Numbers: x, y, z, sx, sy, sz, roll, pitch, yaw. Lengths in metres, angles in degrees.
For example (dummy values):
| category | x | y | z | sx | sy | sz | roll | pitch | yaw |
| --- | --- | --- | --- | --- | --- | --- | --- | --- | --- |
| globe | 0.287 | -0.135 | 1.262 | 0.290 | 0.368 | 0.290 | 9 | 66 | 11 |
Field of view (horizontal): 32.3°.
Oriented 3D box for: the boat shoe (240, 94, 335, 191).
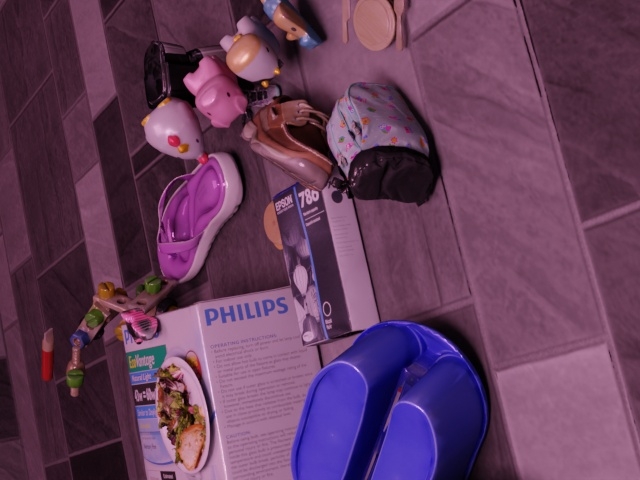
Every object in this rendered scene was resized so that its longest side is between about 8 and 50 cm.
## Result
| category | x | y | z | sx | sy | sz | roll | pitch | yaw |
| --- | --- | --- | --- | --- | --- | --- | --- | --- | --- |
| boat shoe | -0.042 | -0.170 | 1.762 | 0.116 | 0.123 | 0.324 | -54 | 25 | 5 |

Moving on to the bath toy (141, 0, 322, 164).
| category | x | y | z | sx | sy | sz | roll | pitch | yaw |
| --- | --- | --- | --- | --- | --- | --- | --- | --- | --- |
| bath toy | -0.155 | -0.257 | 1.857 | 0.348 | 0.151 | 0.129 | -42 | 92 | 21 |

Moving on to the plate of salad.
| category | x | y | z | sx | sy | sz | roll | pitch | yaw |
| --- | --- | --- | --- | --- | --- | --- | --- | --- | --- |
| plate of salad | -0.241 | 0.295 | 1.855 | 0.200 | 0.048 | 0.199 | 17 | 110 | 55 |

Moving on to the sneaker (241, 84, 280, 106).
| category | x | y | z | sx | sy | sz | roll | pitch | yaw |
| --- | --- | --- | --- | --- | --- | --- | --- | --- | --- |
| sneaker | -0.119 | -0.253 | 1.964 | 0.098 | 0.069 | 0.038 | -10 | 87 | 58 |

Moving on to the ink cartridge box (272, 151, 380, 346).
| category | x | y | z | sx | sy | sz | roll | pitch | yaw |
| --- | --- | --- | --- | --- | --- | --- | --- | --- | --- |
| ink cartridge box | 0.000 | 0.000 | 1.830 | 0.165 | 0.065 | 0.332 | -27 | 72 | 57 |

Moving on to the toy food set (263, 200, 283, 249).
| category | x | y | z | sx | sy | sz | roll | pitch | yaw |
| --- | --- | --- | --- | --- | --- | --- | --- | --- | --- |
| toy food set | -0.075 | -0.032 | 1.980 | 0.083 | 0.020 | 0.082 | 64 | 143 | 29 |

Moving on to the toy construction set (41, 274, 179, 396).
| category | x | y | z | sx | sy | sz | roll | pitch | yaw |
| --- | --- | --- | --- | --- | --- | --- | --- | --- | --- |
| toy construction set | -0.428 | 0.166 | 2.299 | 0.257 | 0.309 | 0.237 | 44 | 139 | 34 |

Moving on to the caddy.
| category | x | y | z | sx | sy | sz | roll | pitch | yaw |
| --- | --- | --- | --- | --- | --- | --- | --- | --- | --- |
| caddy | 0.105 | 0.281 | 1.613 | 0.241 | 0.179 | 0.341 | 31 | 123 | 26 |

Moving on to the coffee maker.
| category | x | y | z | sx | sy | sz | roll | pitch | yaw |
| --- | --- | --- | --- | --- | --- | --- | --- | --- | --- |
| coffee maker | -0.219 | -0.280 | 2.015 | 0.120 | 0.178 | 0.171 | -52 | 53 | 49 |

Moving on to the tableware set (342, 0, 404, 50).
| category | x | y | z | sx | sy | sz | roll | pitch | yaw |
| --- | --- | --- | --- | --- | --- | --- | --- | --- | --- |
| tableware set | 0.088 | -0.381 | 1.647 | 0.128 | 0.039 | 0.194 | 18 | 117 | 43 |

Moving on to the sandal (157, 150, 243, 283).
| category | x | y | z | sx | sy | sz | roll | pitch | yaw |
| --- | --- | --- | --- | --- | --- | --- | --- | --- | --- |
| sandal | -0.276 | -0.051 | 2.217 | 0.416 | 0.102 | 0.169 | -51 | 52 | 49 |

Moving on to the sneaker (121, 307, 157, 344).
| category | x | y | z | sx | sy | sz | roll | pitch | yaw |
| --- | --- | --- | --- | --- | --- | --- | --- | --- | --- |
| sneaker | -0.318 | 0.161 | 1.961 | 0.119 | 0.047 | 0.057 | -150 | 53 | -61 |

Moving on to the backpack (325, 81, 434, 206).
| category | x | y | z | sx | sy | sz | roll | pitch | yaw |
| --- | --- | --- | --- | --- | --- | --- | --- | --- | --- |
| backpack | 0.082 | -0.144 | 1.618 | 0.115 | 0.152 | 0.182 | -58 | 38 | 33 |

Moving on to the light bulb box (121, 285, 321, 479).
| category | x | y | z | sx | sy | sz | roll | pitch | yaw |
| --- | --- | --- | --- | --- | --- | --- | --- | --- | --- |
| light bulb box | -0.169 | 0.290 | 1.995 | 0.358 | 0.225 | 0.360 | -19 | 80 | 57 |
